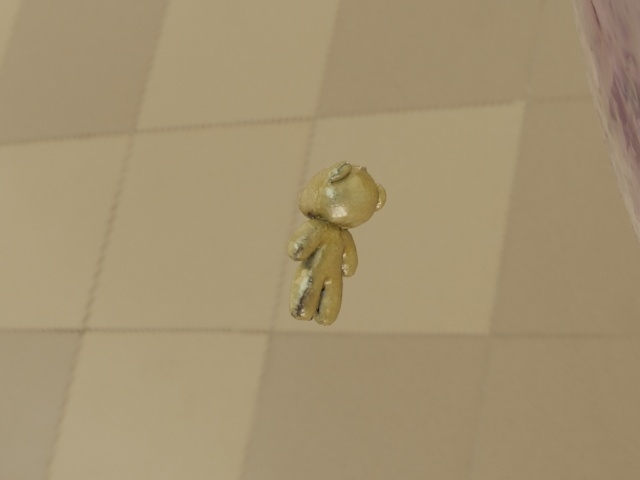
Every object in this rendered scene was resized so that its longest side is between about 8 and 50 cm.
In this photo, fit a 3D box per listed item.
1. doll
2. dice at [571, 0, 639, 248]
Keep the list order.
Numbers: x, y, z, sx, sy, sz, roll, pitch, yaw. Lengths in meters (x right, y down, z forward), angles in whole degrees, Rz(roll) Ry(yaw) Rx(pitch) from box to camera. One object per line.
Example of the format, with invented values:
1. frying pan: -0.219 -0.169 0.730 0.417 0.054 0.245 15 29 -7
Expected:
1. doll: 0.007 0.001 0.933 0.051 0.061 0.093 -12 70 35
2. dice: 0.253 -0.067 0.552 0.271 0.270 0.270 -18 94 -1
